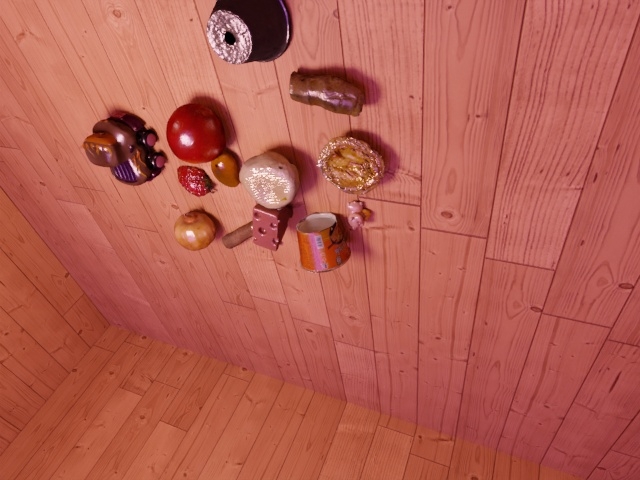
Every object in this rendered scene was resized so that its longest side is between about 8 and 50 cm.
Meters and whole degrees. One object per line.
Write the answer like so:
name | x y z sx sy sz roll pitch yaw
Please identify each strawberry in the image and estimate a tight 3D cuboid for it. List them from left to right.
strawberry | -0.577 -0.265 2.059 0.140 0.085 0.192 -22 118 46

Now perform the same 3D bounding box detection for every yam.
yam | -0.362 -0.037 2.177 0.081 0.081 0.357 46 141 -19

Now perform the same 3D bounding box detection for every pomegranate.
pomegranate | -0.623 -0.049 2.243 0.207 0.207 0.207 17 140 15

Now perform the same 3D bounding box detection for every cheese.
cheese | -0.197 -0.091 1.941 0.128 0.177 0.202 18 133 13

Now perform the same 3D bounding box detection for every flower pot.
flower pot | -0.239 -0.645 1.377 0.269 0.166 0.269 18 142 15

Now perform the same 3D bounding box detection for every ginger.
ginger | 0.019 -0.477 1.452 0.263 0.116 0.109 21 100 18

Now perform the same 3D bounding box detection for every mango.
mango | -0.405 -0.299 1.916 0.115 0.090 0.178 12 147 9

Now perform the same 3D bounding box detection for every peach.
peach | -0.478 -0.410 1.750 0.244 0.199 0.243 9 138 8

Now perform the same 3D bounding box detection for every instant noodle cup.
instant noodle cup | 0.000 0.000 1.903 0.230 0.230 0.182 3 125 29

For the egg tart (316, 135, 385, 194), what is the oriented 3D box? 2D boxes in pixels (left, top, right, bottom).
egg tart | 0.114 -0.277 1.622 0.253 0.098 0.231 14 133 12

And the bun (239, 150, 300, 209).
bun | -0.194 -0.249 1.785 0.259 0.160 0.259 9 140 8

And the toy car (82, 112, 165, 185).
toy car | -0.876 -0.376 1.993 0.271 0.240 0.340 11 135 24

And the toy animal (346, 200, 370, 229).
toy animal | 0.148 -0.097 1.801 0.091 0.082 0.114 6 135 25
